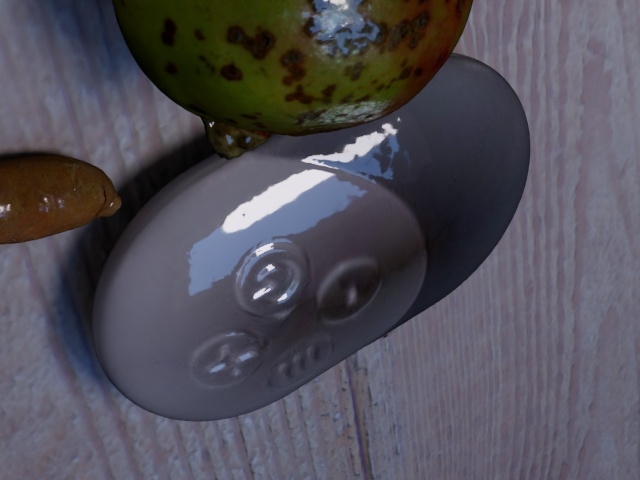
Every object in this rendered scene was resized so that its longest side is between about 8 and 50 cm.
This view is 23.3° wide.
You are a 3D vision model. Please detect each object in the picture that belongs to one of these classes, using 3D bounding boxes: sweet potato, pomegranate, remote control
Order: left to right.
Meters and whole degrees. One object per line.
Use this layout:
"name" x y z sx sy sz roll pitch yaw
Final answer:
"sweet potato" -0.198 -0.025 0.886 0.194 0.056 0.056 4 123 -37
"pomegranate" -0.009 -0.169 0.827 0.198 0.198 0.246 56 45 -51
"remote control" 0.000 0.000 1.030 0.332 0.103 0.221 -32 142 -14
